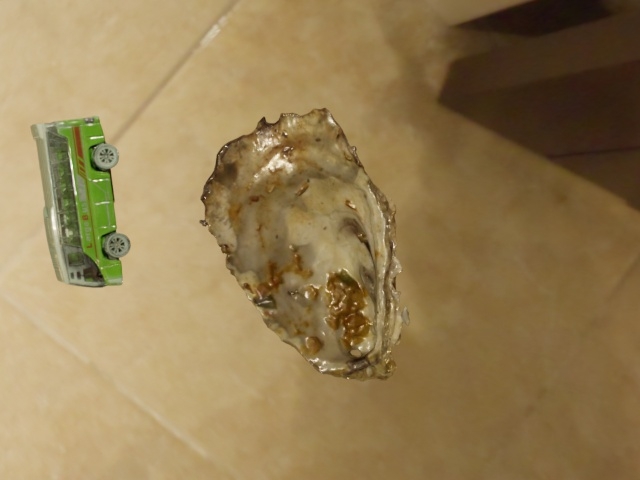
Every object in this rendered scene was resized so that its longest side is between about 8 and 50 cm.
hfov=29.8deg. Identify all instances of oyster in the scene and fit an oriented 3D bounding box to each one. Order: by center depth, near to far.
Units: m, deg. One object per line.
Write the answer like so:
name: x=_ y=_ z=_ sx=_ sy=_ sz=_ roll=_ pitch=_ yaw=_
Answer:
oyster: x=0.002 y=0.008 z=0.728 sx=0.105 sy=0.056 sz=0.177 roll=-34 pitch=98 yaw=3

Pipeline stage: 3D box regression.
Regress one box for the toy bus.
toy bus: x=-0.116 y=-0.018 z=0.585 sx=0.037 sy=0.031 sz=0.083 roll=-9 pitch=95 yaw=-23
